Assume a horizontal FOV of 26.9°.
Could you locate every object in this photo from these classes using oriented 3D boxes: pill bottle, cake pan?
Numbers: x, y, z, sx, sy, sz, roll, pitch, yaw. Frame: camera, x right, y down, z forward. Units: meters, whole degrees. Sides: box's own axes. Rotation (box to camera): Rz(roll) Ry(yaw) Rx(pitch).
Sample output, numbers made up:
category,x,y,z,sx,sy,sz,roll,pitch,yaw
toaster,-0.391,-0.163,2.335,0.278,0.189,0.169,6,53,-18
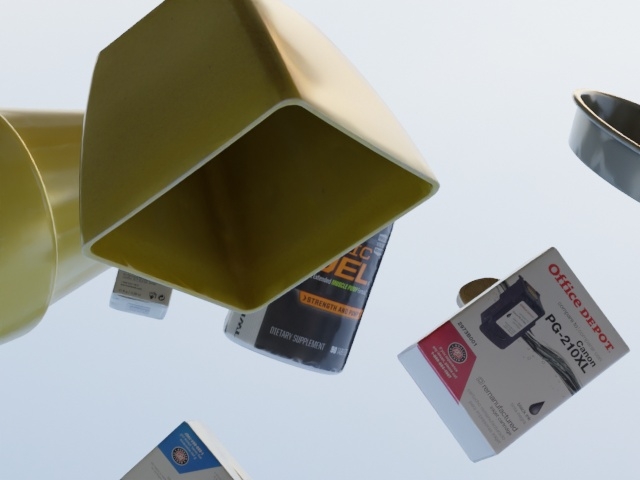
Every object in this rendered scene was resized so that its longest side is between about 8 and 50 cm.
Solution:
category,x,y,z,sx,sy,sz,roll,pitch,yaw
pill bottle,0.000,0.000,1.338,0.130,0.246,0.130,19,180,0
cake pan,0.391,-0.073,1.438,0.293,0.054,0.293,22,-160,-9

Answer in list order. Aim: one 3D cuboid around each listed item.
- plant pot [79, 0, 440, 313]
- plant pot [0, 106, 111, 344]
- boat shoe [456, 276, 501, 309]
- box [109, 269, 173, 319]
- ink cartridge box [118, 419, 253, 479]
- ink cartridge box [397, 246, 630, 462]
category,x,y,z,sx,sy,sz,roll,pitch,yaw
plant pot,-0.068,-0.091,1.078,0.212,0.212,0.187,-34,-123,22
plant pot,-0.309,-0.031,1.353,0.254,0.254,0.239,22,-152,38
boat shoe,0.258,0.090,1.906,0.170,0.059,0.063,-1,-124,-32
box,-0.260,-0.021,2.139,0.094,0.113,0.275,15,-106,-8
ink cartridge box,-0.194,0.340,1.603,0.231,0.078,0.134,-42,-102,4
ink cartridge box,0.248,0.144,1.715,0.237,0.100,0.172,-34,-96,-20
